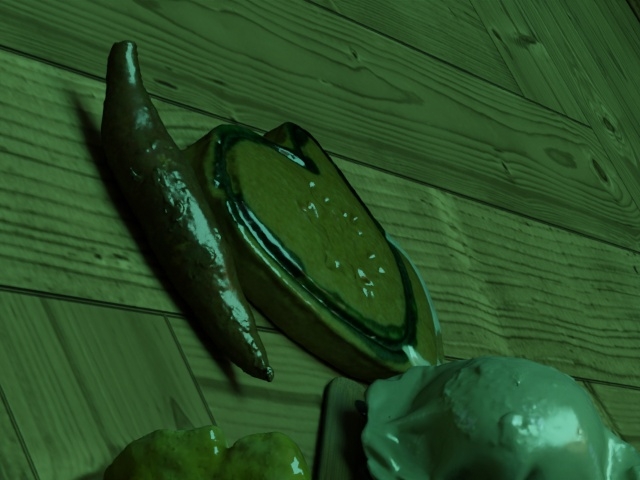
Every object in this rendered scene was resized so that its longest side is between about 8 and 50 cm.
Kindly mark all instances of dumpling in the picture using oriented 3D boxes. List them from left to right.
[{"bbox_3d":[0.150,0.192,1.617,0.258,0.147,0.193,18,45,4],"label":"dumpling"}]

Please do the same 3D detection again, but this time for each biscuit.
[{"bbox_3d":[0.002,-0.001,1.809,0.344,0.057,0.287,39,26,-35],"label":"biscuit"}]

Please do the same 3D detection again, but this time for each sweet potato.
[{"bbox_3d":[-0.119,-0.019,1.581,0.072,0.066,0.314,-3,62,-57],"label":"sweet potato"}]

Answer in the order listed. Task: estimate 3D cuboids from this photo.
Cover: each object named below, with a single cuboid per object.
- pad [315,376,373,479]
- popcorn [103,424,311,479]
[{"bbox_3d":[0.110,0.257,1.636,0.284,0.018,0.286,35,24,-14],"label":"pad"},{"bbox_3d":[-0.061,0.239,1.168,0.190,0.191,0.253,-21,70,-41],"label":"popcorn"}]
